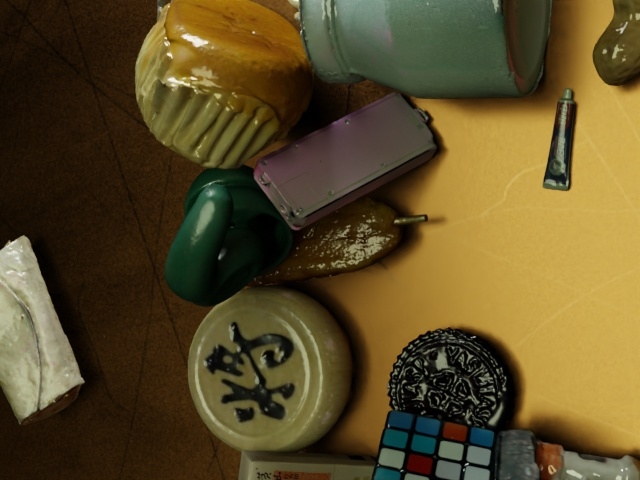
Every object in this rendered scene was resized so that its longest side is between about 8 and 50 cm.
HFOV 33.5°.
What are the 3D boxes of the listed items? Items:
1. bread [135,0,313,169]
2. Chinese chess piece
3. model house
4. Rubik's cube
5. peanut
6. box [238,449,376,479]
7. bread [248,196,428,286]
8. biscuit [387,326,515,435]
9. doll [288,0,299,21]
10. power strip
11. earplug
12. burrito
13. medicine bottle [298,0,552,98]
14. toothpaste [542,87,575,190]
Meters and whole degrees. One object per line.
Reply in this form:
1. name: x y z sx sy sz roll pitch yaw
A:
1. bread: -0.130 -0.242 1.499 0.183 0.236 0.389 -54 24 23
2. Chinese chess piece: -0.077 0.196 1.599 0.257 0.104 0.257 0 89 26
3. model house: 0.361 0.369 1.313 0.300 0.271 0.190 4 107 11
4. Rubik's cube: 0.145 0.343 1.418 0.154 0.151 0.155 10 122 9
5. peanut: 0.407 -0.291 1.366 0.089 0.089 0.193 19 96 25
6. box: -0.021 0.379 1.530 0.201 0.058 0.141 8 94 -17
7. bread: -0.001 -0.001 1.571 0.344 0.084 0.124 -9 75 24
8. biscuit: 0.183 0.219 1.498 0.194 0.053 0.195 -1 89 27
9. doll: -0.011 -0.353 1.611 0.061 0.051 0.093 -56 39 16
10. power strip: 0.039 -0.115 1.481 0.109 0.279 0.037 53 153 16
11. earplug: -0.141 -0.021 1.453 0.164 0.257 0.280 -27 43 15
12. burrito: -0.505 0.154 1.813 0.143 0.105 0.299 -29 76 13
13. medicine bottle: 0.138 -0.309 1.413 0.290 0.245 0.245 4 92 25
14. toothpaste: 0.328 -0.138 1.445 0.037 0.021 0.140 9 97 28
